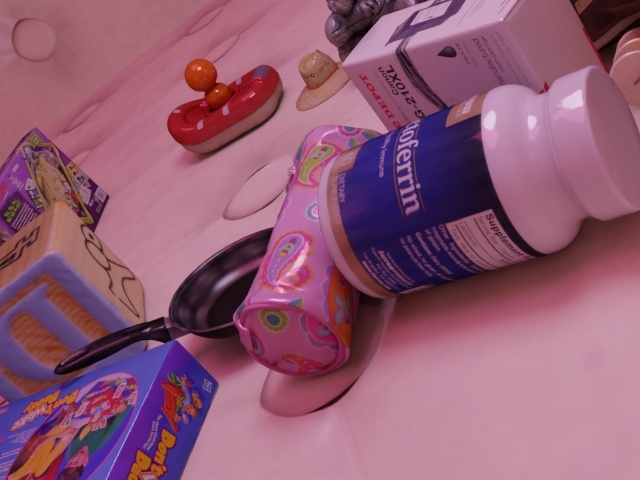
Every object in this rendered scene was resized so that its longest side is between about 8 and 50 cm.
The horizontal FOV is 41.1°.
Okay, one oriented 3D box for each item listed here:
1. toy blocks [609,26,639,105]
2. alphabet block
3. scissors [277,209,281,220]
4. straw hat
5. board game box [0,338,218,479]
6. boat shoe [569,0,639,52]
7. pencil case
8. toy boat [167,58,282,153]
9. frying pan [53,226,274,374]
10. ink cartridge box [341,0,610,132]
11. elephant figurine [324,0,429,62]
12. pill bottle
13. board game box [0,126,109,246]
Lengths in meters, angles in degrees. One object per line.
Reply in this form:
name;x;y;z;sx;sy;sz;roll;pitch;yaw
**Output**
toy blocks;0.348;-0.185;0.825;0.123;0.054;0.148;-12;20;28
alphabet block;-0.369;0.096;1.170;0.193;0.192;0.197;-36;25;3
scissors;0.034;-0.042;1.048;0.109;0.021;0.297;-46;26;-14
straw hat;-0.004;-0.293;1.466;0.144;0.061;0.144;-32;26;18
board game box;-0.295;0.260;0.928;0.347;0.078;0.233;-22;30;31
boat shoe;0.329;-0.267;0.866;0.095;0.095;0.257;-13;-5;-15
pencil case;0.000;0.000;0.889;0.124;0.124;0.284;-20;38;35
toy boat;-0.193;-0.267;1.571;0.231;0.151;0.151;-26;28;25
frying pan;-0.133;0.087;0.978;0.326;0.053;0.197;-40;28;-21
ink cartridge box;0.164;-0.170;0.906;0.237;0.172;0.100;-1;45;53
elephant figurine;0.139;-0.355;1.309;0.240;0.185;0.169;-5;-3;35
pill bottle;0.141;-0.048;0.763;0.265;0.153;0.153;-19;32;35
board game box;-0.523;-0.064;1.616;0.056;0.208;0.346;-31;26;17
